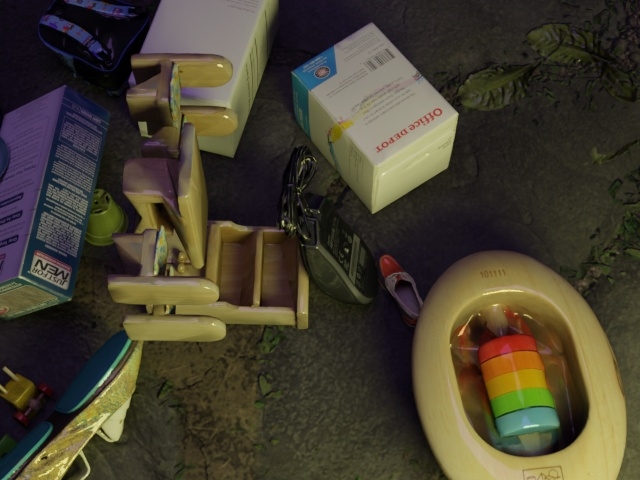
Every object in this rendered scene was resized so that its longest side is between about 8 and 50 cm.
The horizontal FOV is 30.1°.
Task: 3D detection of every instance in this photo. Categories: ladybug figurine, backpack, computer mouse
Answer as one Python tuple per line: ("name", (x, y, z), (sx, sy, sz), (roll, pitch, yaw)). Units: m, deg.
("ladybug figurine", (0.287, 0.235, 1.765), (0.305, 0.162, 0.449), (-5, 62, -3))
("backpack", (-0.401, -0.357, 2.097), (0.173, 0.117, 0.158), (23, 66, 11))
("computer mouse", (0.000, 0.000, 1.864), (0.072, 0.272, 0.188), (-18, 37, 26))

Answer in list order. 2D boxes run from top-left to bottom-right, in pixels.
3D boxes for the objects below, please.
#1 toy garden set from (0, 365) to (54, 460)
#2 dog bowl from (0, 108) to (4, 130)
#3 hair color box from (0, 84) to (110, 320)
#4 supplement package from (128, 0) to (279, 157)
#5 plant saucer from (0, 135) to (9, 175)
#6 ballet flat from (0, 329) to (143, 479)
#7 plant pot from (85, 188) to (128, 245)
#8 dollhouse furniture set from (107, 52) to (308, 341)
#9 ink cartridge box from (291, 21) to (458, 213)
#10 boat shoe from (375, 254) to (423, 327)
("toy garden set", (-0.540, 0.245, 1.776), (0.244, 0.049, 0.204), (44, 64, -16))
("dog bowl", (-0.674, -0.190, 2.021), (0.265, 0.104, 0.265), (0, 63, 0))
("hair color box", (-0.457, -0.060, 1.910), (0.174, 0.105, 0.347), (-17, 54, 39))
("supplement package", (-0.194, -0.323, 2.045), (0.177, 0.175, 0.293), (14, 64, 6))
("plant saucer", (-0.561, -0.128, 1.919), (0.119, 0.021, 0.119), (1, 65, -2))
("ballet flat", (-0.366, 0.289, 1.775), (0.123, 0.123, 0.348), (35, 69, 16))
("plant pot", (-0.363, -0.046, 1.959), (0.083, 0.079, 0.083), (0, 62, 0))
("dollhouse furniture set", (-0.146, -0.021, 1.769), (0.256, 0.394, 0.362), (1, 63, 0))
("ink cartridge box", (0.088, -0.202, 1.986), (0.171, 0.168, 0.233), (-33, 67, -15))
("boat shoe", (0.130, 0.076, 1.915), (0.049, 0.043, 0.137), (-22, 64, -8))
